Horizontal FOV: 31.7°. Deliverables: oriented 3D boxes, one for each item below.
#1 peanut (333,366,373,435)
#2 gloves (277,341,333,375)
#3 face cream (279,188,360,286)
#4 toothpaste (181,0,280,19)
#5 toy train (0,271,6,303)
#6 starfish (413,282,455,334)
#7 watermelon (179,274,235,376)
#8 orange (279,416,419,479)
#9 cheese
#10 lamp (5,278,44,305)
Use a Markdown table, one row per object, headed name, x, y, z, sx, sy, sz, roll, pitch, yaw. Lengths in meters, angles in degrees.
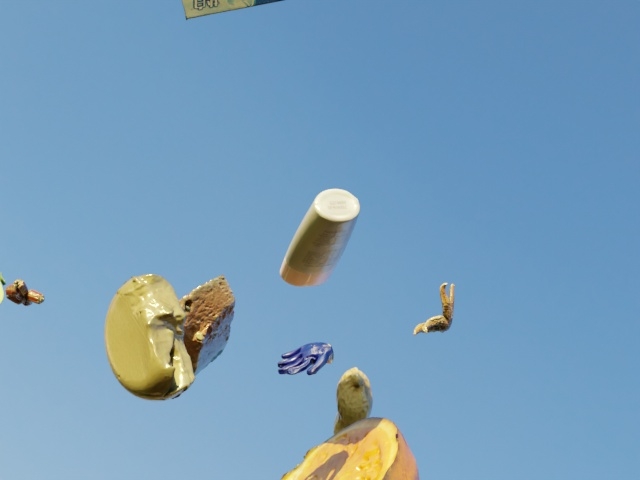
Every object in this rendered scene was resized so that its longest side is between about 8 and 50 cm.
| name | x | y | z | sx | sy | sz | roll | pitch | yaw |
| --- | --- | --- | --- | --- | --- | --- | --- | --- | --- |
| peanut | 0.064 | 0.332 | 2.195 | 0.082 | 0.082 | 0.187 | 18 | -56 | 25 |
| gloves | -0.022 | 0.175 | 1.645 | 0.064 | 0.086 | 0.026 | -121 | -162 | -62 |
| face cream | 0.000 | 0.000 | 1.647 | 0.084 | 0.057 | 0.198 | -1 | -30 | -18 |
| toothpaste | -0.085 | -0.399 | 1.741 | 0.272 | 0.053 | 0.066 | -7 | -70 | 16 |
| toy train | -0.501 | 0.080 | 1.495 | 0.157 | 0.105 | 0.253 | 41 | -36 | -7 |
| starfish | 0.211 | 0.135 | 1.942 | 0.041 | 0.133 | 0.130 | 29 | -20 | 21 |
| watermelon | -0.266 | 0.177 | 2.425 | 0.140 | 0.193 | 0.257 | 46 | -44 | 11 |
| orange | 0.020 | 0.414 | 1.727 | 0.274 | 0.274 | 0.310 | 18 | -84 | 25 |
| cheese | -0.272 | 0.171 | 1.815 | 0.175 | 0.091 | 0.202 | -52 | -127 | 33 |
| lamp | -0.512 | 0.092 | 1.920 | 0.063 | 0.031 | 0.083 | 37 | -25 | -27 |
